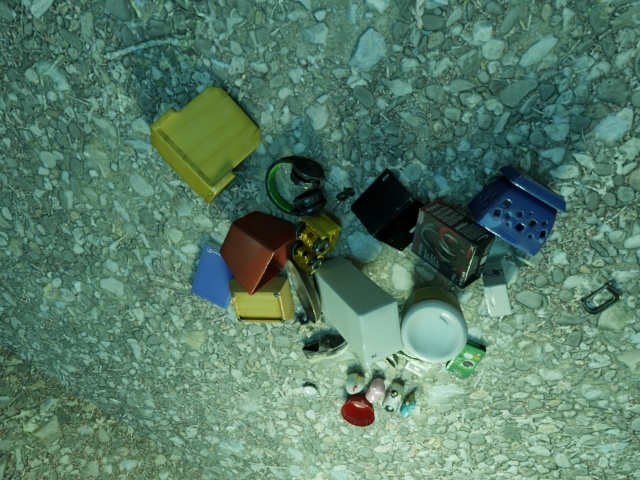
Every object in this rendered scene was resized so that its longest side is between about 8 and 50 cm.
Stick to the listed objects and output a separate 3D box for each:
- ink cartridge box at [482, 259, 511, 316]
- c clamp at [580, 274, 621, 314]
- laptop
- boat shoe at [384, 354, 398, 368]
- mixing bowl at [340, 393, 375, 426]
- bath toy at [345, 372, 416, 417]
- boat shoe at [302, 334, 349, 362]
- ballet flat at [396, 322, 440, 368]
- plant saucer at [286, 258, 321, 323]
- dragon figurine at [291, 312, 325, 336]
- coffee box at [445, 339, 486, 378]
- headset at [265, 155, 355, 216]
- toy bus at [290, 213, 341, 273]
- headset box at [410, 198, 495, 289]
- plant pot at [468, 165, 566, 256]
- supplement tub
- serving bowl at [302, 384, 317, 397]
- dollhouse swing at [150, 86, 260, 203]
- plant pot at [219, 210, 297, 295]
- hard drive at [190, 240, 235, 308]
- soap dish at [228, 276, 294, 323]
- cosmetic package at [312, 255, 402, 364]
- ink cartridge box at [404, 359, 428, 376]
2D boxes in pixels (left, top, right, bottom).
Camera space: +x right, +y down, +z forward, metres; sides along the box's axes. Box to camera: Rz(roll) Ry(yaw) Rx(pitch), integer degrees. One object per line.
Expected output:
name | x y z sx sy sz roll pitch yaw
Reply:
ink cartridge box | 0.682 0.183 1.610 0.082 0.190 0.139 -12 113 21
c clamp | 1.088 0.219 1.614 0.137 0.022 0.160 29 119 -6
laptop | 0.301 -0.115 1.670 0.265 0.136 0.234 26 125 -28
boat shoe | 0.326 0.558 1.992 0.049 0.043 0.137 -34 102 30
mixing bowl | 0.203 0.871 2.155 0.182 0.098 0.181 7 119 13
bath toy | 0.293 0.758 2.056 0.349 0.129 0.151 21 86 4
boat shoe | 0.026 0.520 2.026 0.285 0.102 0.092 -30 110 33
ballet flat | 0.335 0.432 1.804 0.409 0.147 0.146 18 122 30
plant saucer | -0.068 0.215 1.818 0.050 0.311 0.310 -23 113 -15
dragon figurine | -0.025 0.367 1.966 0.289 0.144 0.085 -38 103 11
coffee box | 0.661 0.539 1.887 0.113 0.040 0.184 21 120 5
headset | -0.057 -0.198 1.630 0.395 0.185 0.243 8 119 25
toy bus | 0.000 0.000 1.708 0.149 0.212 0.220 39 133 28
headset box | 0.470 0.003 1.537 0.293 0.110 0.218 43 145 37
plant pot | 0.685 -0.119 1.439 0.236 0.236 0.212 30 113 -1
supplement tub | 0.444 0.316 1.638 0.241 0.331 0.240 2 97 14
serving bowl | -0.052 0.816 2.240 0.084 0.027 0.083 7 118 13
dollhouse swing | -0.463 -0.400 1.715 0.347 0.305 0.315 47 160 -11
plant pot | -0.271 0.027 1.778 0.236 0.267 0.267 36 121 9
hard drive | -0.508 0.175 2.033 0.210 0.040 0.318 26 120 2
soap dish | -0.283 0.287 1.963 0.291 0.118 0.228 -1 121 10
cosmetic package | 0.131 0.258 1.660 0.162 0.453 0.229 -19 116 -17
ink cartridge box | 0.450 0.540 1.888 0.092 0.143 0.089 28 121 0
